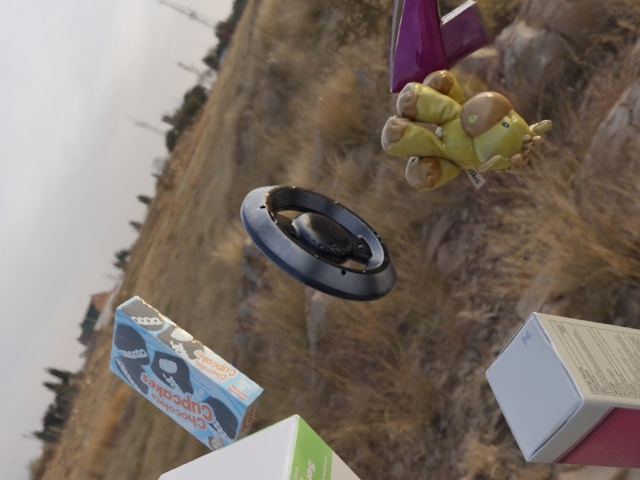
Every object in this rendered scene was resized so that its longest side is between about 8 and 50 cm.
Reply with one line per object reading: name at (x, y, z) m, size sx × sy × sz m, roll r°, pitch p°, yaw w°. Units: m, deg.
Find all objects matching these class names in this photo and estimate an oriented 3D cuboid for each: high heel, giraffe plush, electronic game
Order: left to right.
electronic game at (0.000, 0.000, 1.029) m, size 0.048 × 0.229 × 0.229 m, roll -59°, pitch 13°, yaw 26°
high heel at (0.109, -0.422, 1.204) m, size 0.181 × 0.377 × 0.127 m, roll -28°, pitch 10°, yaw 12°
giraffe plush at (0.219, -0.147, 1.100) m, size 0.181 × 0.210 × 0.170 m, roll -62°, pitch 25°, yaw -11°

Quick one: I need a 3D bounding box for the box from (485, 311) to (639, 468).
box at (0.363, 0.201, 1.014) m, size 0.126 × 0.233 × 0.148 m, roll -62°, pitch 29°, yaw 34°

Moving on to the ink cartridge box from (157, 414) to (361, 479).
ink cartridge box at (-0.027, 0.340, 0.822) m, size 0.198 × 0.273 × 0.114 m, roll -29°, pitch 25°, yaw 22°

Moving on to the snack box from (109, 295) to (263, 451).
snack box at (-0.267, 0.268, 1.495) m, size 0.060 × 0.322 × 0.187 m, roll -39°, pitch -25°, yaw -46°
